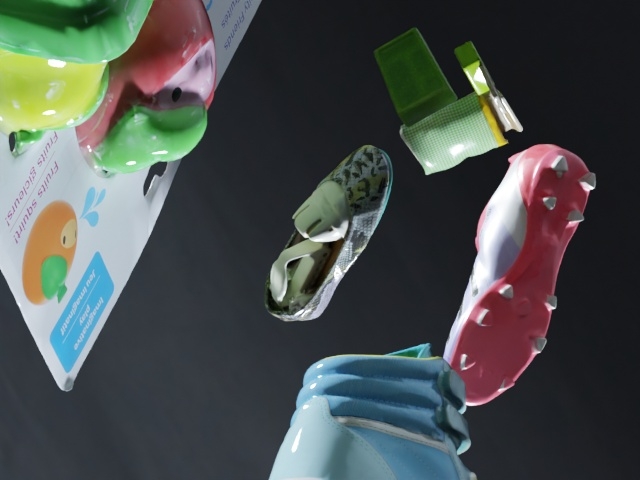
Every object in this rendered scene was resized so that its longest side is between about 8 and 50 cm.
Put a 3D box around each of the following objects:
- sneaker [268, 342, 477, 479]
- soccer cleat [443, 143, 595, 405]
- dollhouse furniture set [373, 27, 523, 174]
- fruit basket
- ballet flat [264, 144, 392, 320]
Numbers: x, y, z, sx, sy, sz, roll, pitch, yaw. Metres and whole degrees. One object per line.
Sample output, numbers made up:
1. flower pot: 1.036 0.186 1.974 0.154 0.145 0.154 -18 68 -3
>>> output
1. sneaker: 0.094 0.196 1.197 0.127 0.208 0.319 -19 132 37
2. soccer cleat: 0.165 0.030 1.450 0.083 0.248 0.095 27 171 -26
3. dollhouse furniture set: 0.089 -0.078 1.092 0.151 0.076 0.058 49 -164 -54
4. fruit basket: -0.102 -0.141 0.851 0.165 0.327 0.353 8 144 22
5. ballet flat: 0.000 0.000 0.837 0.041 0.041 0.114 45 129 23
